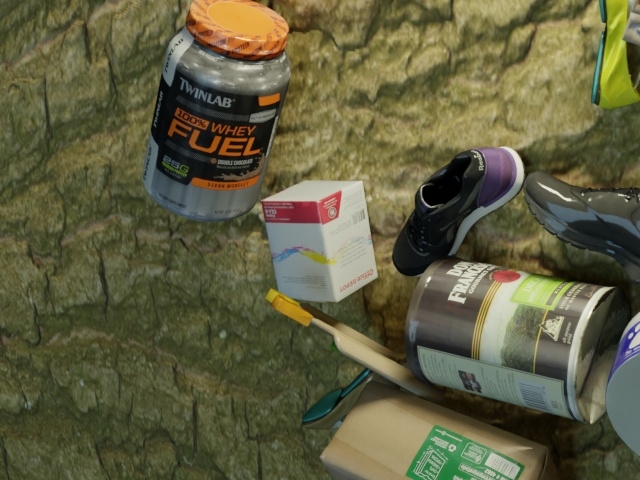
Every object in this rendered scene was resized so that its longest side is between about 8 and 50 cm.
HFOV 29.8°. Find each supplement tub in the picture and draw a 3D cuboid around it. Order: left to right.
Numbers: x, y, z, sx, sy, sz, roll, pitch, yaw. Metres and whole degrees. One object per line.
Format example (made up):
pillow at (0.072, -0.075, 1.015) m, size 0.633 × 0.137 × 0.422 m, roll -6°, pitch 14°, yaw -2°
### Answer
supplement tub at (-0.169, -0.217, 1.994) m, size 0.207 × 0.207 × 0.338 m, roll 32°, pitch 126°, yaw 24°

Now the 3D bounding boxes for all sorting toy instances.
sorting toy at (0.033, 0.162, 1.920) m, size 0.307 × 0.229 × 0.041 m, roll 30°, pitch 91°, yaw -21°

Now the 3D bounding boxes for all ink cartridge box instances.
ink cartridge box at (0.000, 0.000, 2.004) m, size 0.127 × 0.128 × 0.176 m, roll 2°, pitch 108°, yaw 38°

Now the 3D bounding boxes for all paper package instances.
paper package at (0.203, 0.393, 1.895) m, size 0.325 × 0.168 × 0.309 m, roll 19°, pitch 157°, yaw 31°

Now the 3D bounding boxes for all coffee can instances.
coffee can at (0.293, 0.143, 1.788) m, size 0.275 × 0.201 × 0.201 m, roll 11°, pitch 115°, yaw 34°

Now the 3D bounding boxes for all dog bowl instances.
dog bowl at (0.529, 0.207, 1.643) m, size 0.265 × 0.104 × 0.265 m, roll 15°, pitch 132°, yaw 18°

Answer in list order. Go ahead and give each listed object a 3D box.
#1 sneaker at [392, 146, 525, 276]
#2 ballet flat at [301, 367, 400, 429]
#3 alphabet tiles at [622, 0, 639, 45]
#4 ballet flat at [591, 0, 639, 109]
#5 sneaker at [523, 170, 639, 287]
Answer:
sneaker at (0.174, -0.049, 1.837) m, size 0.283 × 0.124 × 0.107 m, roll -49°, pitch 54°, yaw 37°
ballet flat at (0.053, 0.292, 2.123) m, size 0.073 × 0.080 × 0.232 m, roll 44°, pitch 132°, yaw -5°
alphabet tiles at (0.510, -0.333, 1.509) m, size 0.198 × 0.009 × 0.237 m, roll 19°, pitch 121°, yaw 11°
ballet flat at (0.407, -0.287, 1.616) m, size 0.077 × 0.077 × 0.231 m, roll 4°, pitch 115°, yaw 14°
sneaker at (0.423, -0.034, 1.692) m, size 0.286 × 0.109 × 0.130 m, roll 30°, pitch 118°, yaw 14°
